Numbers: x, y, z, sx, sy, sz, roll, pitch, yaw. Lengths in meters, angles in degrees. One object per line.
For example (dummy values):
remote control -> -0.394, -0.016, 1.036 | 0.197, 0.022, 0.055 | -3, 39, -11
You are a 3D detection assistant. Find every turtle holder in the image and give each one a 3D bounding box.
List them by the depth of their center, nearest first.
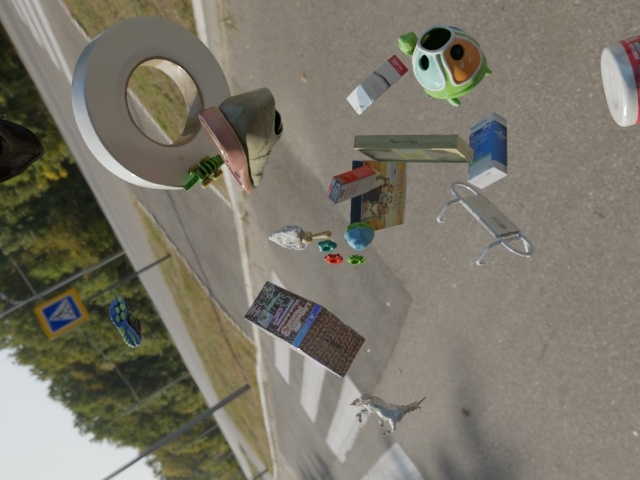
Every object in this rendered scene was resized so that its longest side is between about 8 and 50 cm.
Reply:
turtle holder -> 0.437, -0.661, 2.027 | 0.227, 0.243, 0.320 | 38, -151, -48

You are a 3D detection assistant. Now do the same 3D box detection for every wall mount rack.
wall mount rack -> 0.551, -0.043, 1.839 | 0.350, 0.304, 0.130 | 54, 135, 32

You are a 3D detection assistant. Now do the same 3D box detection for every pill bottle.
pill bottle -> 0.754, -0.355, 1.143 | 0.176, 0.318, 0.176 | -13, -90, -72

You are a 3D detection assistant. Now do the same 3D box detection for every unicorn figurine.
unicorn figurine -> 0.159, 0.404, 1.343 | 0.111, 0.162, 0.060 | -57, 22, 30

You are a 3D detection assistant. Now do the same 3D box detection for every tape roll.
tape roll -> -0.375, -0.314, 1.327 | 0.072, 0.392, 0.392 | 0, 122, 43

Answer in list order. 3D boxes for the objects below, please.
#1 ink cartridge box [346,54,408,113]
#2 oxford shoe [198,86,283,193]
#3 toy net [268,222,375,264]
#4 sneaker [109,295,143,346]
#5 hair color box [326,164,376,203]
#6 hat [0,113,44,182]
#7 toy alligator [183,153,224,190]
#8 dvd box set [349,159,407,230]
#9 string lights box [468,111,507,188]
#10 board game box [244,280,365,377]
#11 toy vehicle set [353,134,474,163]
ink cartridge box -> 0.157, -0.434, 1.589 | 0.063, 0.150, 0.109 | 49, 160, -5
oxford shoe -> -0.135, -0.198, 1.170 | 0.140, 0.146, 0.397 | 56, 176, 0
toy net -> 0.000, 0.000, 1.258 | 0.122, 0.232, 0.045 | 115, 160, -56
sneaker -> -0.680, 0.283, 2.004 | 0.078, 0.067, 0.188 | -62, -50, -77
hair color box -> 0.087, -0.157, 1.595 | 0.043, 0.141, 0.072 | 43, 134, 26
hat -> -0.641, -0.212, 0.945 | 0.331, 0.331, 0.134 | 44, 131, 38
toy alligator -> -0.250, -0.181, 1.347 | 0.056, 0.189, 0.051 | 47, 147, -4
dvd box set -> 0.257, -0.199, 2.467 | 0.062, 0.420, 0.308 | 8, 101, 32
string lights box -> 0.638, -0.345, 2.172 | 0.076, 0.260, 0.133 | 22, 151, -24
board game box -> -0.052, 0.272, 1.769 | 0.291, 0.141, 0.232 | 17, 161, 49
toy vehicle set -> 0.239, -0.232, 1.454 | 0.267, 0.035, 0.166 | 5, 177, 27
